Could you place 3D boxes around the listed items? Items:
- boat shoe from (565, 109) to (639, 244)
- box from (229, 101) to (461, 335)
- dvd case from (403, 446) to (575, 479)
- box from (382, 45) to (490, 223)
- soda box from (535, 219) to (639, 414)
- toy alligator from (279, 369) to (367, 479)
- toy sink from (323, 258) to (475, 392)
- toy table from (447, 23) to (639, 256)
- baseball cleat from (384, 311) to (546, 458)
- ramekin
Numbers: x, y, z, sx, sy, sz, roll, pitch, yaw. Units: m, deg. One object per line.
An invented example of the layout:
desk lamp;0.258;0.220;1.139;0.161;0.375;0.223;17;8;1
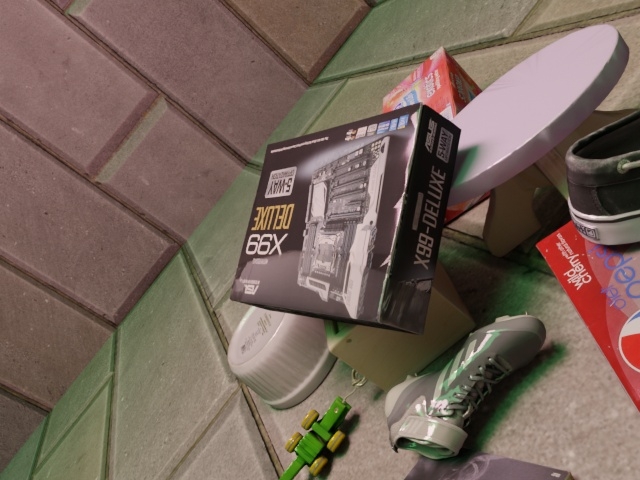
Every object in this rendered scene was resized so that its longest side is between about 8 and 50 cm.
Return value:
boat shoe;0.354;-0.110;0.464;0.306;0.105;0.113;-24;30;5
box;0.015;-0.021;0.686;0.307;0.077;0.242;0;73;52
dvd case;0.099;0.271;0.471;0.221;0.018;0.165;-37;13;-32
box;0.204;-0.184;0.920;0.154;0.142;0.300;-37;26;30
soda box;0.282;0.072;0.452;0.092;0.083;0.263;-40;24;23
toy alligator;0.010;0.254;0.736;0.189;0.056;0.051;-54;-19;-4
toy sink;0.089;0.066;0.767;0.153;0.131;0.234;-43;23;17
toy table;0.266;-0.103;0.654;0.274;0.161;0.252;-35;27;32
baseball cleat;0.157;0.164;0.567;0.206;0.072;0.109;-42;24;25
ramekin;-0.067;0.172;0.929;0.207;0.109;0.207;-40;25;23
